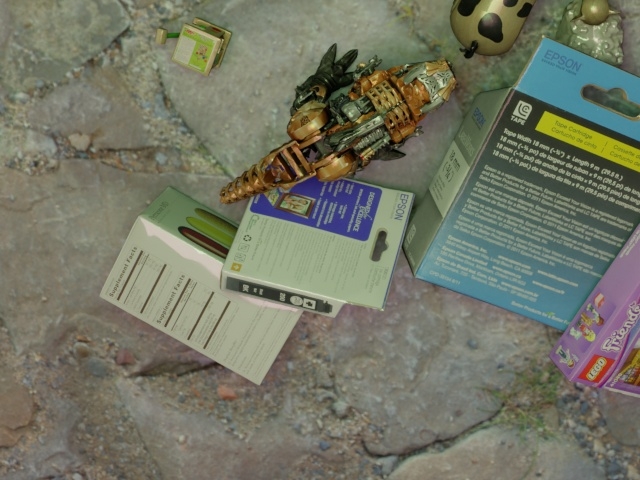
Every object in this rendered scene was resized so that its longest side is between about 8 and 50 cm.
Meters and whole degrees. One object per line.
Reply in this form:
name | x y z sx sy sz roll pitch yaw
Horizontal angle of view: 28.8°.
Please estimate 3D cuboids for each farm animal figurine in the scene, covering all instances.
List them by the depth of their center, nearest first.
farm animal figurine | 0.221 -0.358 1.445 0.330 0.172 0.327 13 110 5

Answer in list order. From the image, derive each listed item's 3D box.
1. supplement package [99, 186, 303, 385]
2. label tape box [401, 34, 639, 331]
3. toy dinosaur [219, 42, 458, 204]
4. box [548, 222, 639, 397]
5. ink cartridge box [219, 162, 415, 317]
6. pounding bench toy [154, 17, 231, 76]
supplement package | -0.144 0.058 1.662 0.244 0.139 0.134 29 112 -1
label tape box | 0.282 -0.075 1.536 0.240 0.106 0.334 20 111 -15
toy dinosaur | 0.016 -0.142 1.527 0.322 0.218 0.164 -8 107 12
box | 0.443 0.065 1.557 0.201 0.057 0.293 17 114 -35
ink cartridge box | 0.000 0.000 1.590 0.208 0.206 0.045 13 140 7
pounding bench toy | -0.165 -0.256 1.601 0.083 0.065 0.052 24 111 1
